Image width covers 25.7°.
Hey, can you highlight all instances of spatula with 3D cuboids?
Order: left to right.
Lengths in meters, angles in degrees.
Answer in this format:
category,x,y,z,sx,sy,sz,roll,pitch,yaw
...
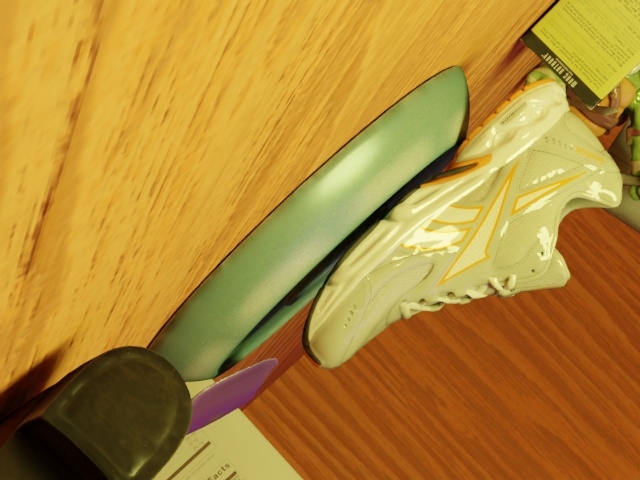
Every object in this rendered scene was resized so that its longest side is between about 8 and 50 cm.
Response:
category,x,y,z,sx,sy,sz,roll,pitch,yaw
spatula,-0.118,0.142,1.128,0.084,0.030,0.296,-24,178,-32

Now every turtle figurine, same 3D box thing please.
category,x,y,z,sx,sy,sz,roll,pitch,yaw
turtle figurine,0.287,-0.106,1.576,0.198,0.274,0.266,8,143,-38

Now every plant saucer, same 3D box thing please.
category,x,y,z,sx,sy,sz,roll,pitch,yaw
plant saucer,0.000,0.000,1.016,0.317,0.043,0.317,-42,175,-5

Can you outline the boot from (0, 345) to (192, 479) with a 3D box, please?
category,x,y,z,sx,sy,sz,roll,pitch,yaw
boot,-0.214,0.174,0.716,0.264,0.096,0.280,-49,-173,-38

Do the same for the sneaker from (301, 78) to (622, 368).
category,x,y,z,sx,sy,sz,roll,pitch,yaw
sneaker,0.103,0.010,0.968,0.262,0.121,0.099,-43,174,-5

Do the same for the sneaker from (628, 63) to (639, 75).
category,x,y,z,sx,sy,sz,roll,pitch,yaw
sneaker,0.340,-0.231,1.407,0.104,0.095,0.236,-37,178,25

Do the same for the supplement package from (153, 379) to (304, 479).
category,x,y,z,sx,sy,sz,roll,pitch,yaw
supplement package,-0.083,0.257,1.334,0.134,0.244,0.139,-42,176,-11

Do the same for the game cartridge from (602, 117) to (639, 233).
category,x,y,z,sx,sy,sz,roll,pitch,yaw
game cartridge,0.465,-0.123,1.632,0.294,0.196,0.060,-57,154,8

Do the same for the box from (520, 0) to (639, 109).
category,x,y,z,sx,sy,sz,roll,pitch,yaw
box,0.273,-0.216,1.122,0.232,0.087,0.058,-47,176,27
